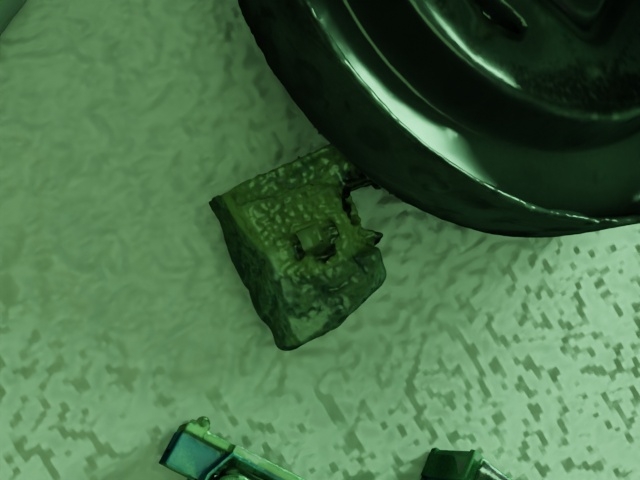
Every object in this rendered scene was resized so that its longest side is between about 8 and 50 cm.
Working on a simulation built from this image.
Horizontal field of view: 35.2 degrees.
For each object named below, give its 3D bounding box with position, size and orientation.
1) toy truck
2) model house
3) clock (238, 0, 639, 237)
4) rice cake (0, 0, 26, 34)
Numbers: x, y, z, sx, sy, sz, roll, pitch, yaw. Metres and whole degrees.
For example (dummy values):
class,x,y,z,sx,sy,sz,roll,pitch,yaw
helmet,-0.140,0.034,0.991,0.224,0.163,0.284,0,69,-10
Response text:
class,x,y,z,sx,sy,sz,roll,pitch,yaw
toy truck,0.015,0.119,0.478,0.175,0.067,0.081,28,73,-8
model house,0.000,0.000,0.478,0.079,0.066,0.083,-26,94,-30
clock,0.101,-0.151,0.488,0.313,0.061,0.312,6,75,-24
rice cake,-0.246,-0.117,0.436,0.198,0.037,0.189,32,78,-11
